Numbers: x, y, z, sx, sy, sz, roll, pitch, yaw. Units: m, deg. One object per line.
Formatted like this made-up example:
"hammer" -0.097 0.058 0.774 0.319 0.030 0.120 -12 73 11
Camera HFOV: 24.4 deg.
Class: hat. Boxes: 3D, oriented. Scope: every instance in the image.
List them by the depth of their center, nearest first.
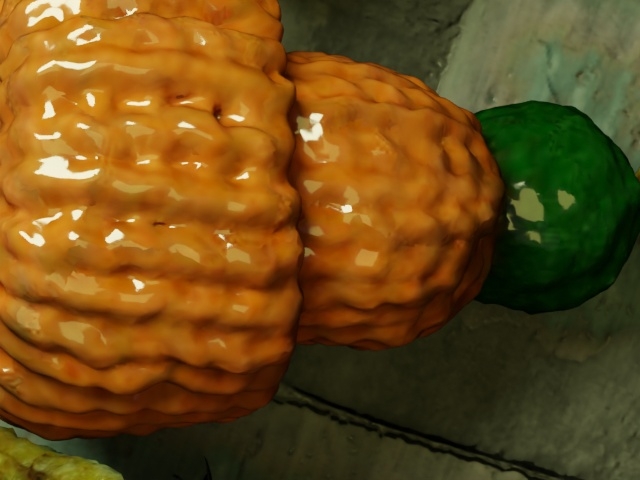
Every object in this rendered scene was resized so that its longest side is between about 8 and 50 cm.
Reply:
"hat" 0.000 0.000 0.821 0.400 0.285 0.285 11 95 -12

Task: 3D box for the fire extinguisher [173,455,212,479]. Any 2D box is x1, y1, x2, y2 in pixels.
"fire extinguisher" -0.120 0.212 0.939 0.157 0.045 0.078 -32 77 -3

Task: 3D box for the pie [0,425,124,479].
"pie" -0.130 0.316 0.770 0.395 0.180 0.418 24 127 28

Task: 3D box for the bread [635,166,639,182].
"bread" 0.295 -0.037 0.800 0.138 0.361 0.077 25 87 -6
